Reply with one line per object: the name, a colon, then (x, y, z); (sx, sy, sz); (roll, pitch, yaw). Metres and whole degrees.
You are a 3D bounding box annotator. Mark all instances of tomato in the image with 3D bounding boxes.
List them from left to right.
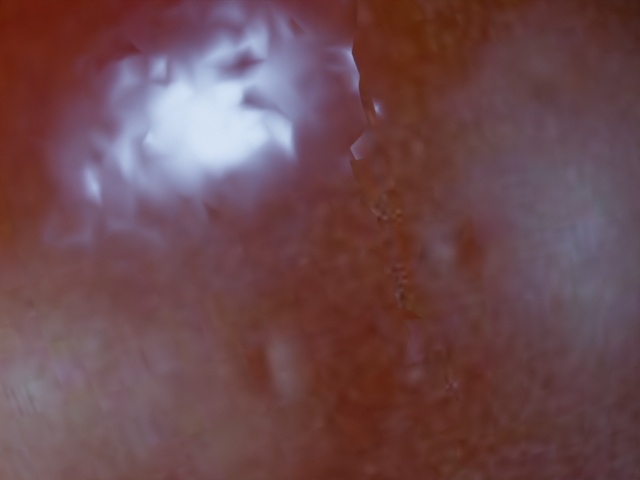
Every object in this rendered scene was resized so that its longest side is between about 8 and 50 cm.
tomato: (0.000, 0.000, 0.534); (0.321, 0.321, 0.321); (163, 90, -88)
